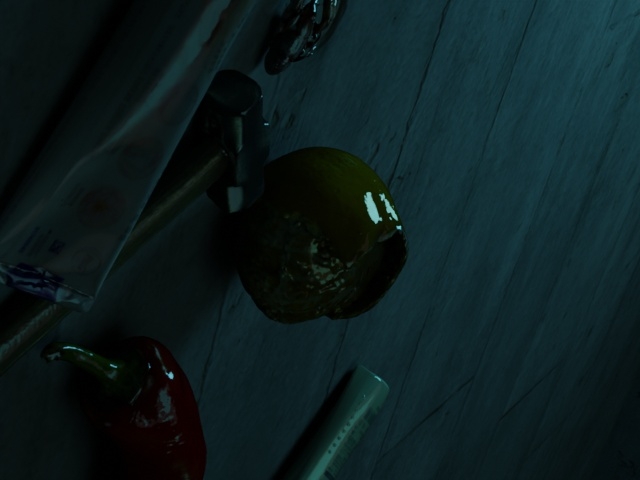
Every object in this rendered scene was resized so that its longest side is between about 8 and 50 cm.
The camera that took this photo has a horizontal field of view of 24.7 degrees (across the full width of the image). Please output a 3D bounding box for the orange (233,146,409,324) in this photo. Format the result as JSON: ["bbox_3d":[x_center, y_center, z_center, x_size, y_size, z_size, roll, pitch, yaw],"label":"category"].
[{"bbox_3d":[0.000,0.000,1.193,0.156,0.134,0.156,-42,140,-47],"label":"orange"}]

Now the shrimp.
[{"bbox_3d":[-0.011,-0.163,1.084,0.029,0.038,0.092,-118,-133,-64],"label":"shrimp"}]

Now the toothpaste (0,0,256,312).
[{"bbox_3d":[-0.104,-0.104,0.918,0.100,0.066,0.323,26,96,-47],"label":"toothpaste"}]

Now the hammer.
[{"bbox_3d":[-0.164,0.025,0.995,0.365,0.043,0.111,-44,155,-29],"label":"hammer"}]

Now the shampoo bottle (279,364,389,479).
[{"bbox_3d":[0.002,0.237,1.609,0.212,0.049,0.072,-54,162,-16],"label":"shampoo bottle"}]

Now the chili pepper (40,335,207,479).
[{"bbox_3d":[-0.151,0.189,1.162,0.137,0.092,0.368,-30,143,-33],"label":"chili pepper"}]
